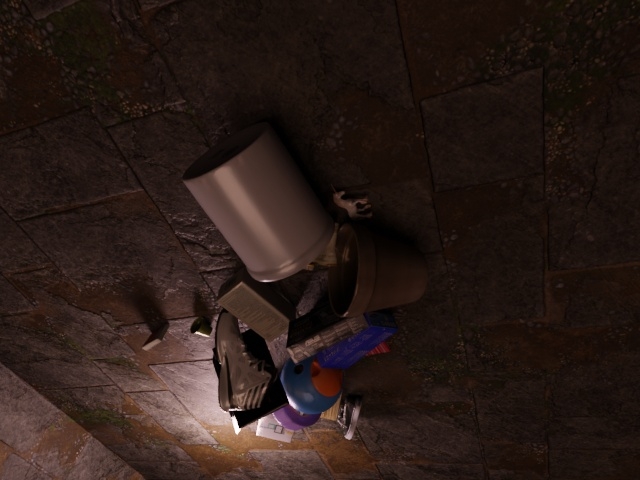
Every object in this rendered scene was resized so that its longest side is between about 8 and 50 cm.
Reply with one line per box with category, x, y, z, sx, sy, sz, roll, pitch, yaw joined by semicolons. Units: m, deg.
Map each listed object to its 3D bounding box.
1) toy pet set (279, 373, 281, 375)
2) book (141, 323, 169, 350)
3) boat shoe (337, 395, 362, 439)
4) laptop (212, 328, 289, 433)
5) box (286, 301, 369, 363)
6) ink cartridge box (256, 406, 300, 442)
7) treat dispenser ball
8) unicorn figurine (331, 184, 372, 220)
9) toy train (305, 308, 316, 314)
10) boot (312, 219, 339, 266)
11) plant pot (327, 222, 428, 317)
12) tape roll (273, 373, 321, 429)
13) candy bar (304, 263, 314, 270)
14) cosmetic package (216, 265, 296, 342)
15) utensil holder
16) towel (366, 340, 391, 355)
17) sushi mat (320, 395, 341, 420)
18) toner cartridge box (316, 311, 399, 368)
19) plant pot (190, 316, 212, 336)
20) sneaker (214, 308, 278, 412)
toy pet set;-0.282;0.693;2.144;0.114;0.065;0.122;-45;124;2
book;-0.803;0.471;2.024;0.144;0.096;0.035;-33;116;32
boat shoe;0.147;0.952;2.228;0.105;0.113;0.306;13;127;8
laptop;-0.352;0.670;1.975;0.408;0.381;0.236;-30;158;8
box;0.022;0.324;1.589;0.308;0.242;0.076;-27;100;5
ink cartridge box;-0.213;0.903;2.198;0.197;0.198;0.270;14;131;-1
treat dispenser ball;-0.038;0.638;1.890;0.288;0.288;0.288;5;129;6
unicorn figurine;0.109;-0.119;1.394;0.111;0.060;0.161;-10;126;18
toy train;0.054;0.387;1.798;0.248;0.105;0.143;8;140;4
boot;0.000;0.000;1.490;0.077;0.213;0.165;0;97;-29
plant pot;0.202;0.112;1.437;0.281;0.323;0.323;6;132;-16
tape roll;-0.115;0.770;2.019;0.275;0.274;0.090;40;128;-20
candy bar;-0.100;0.091;1.632;0.162;0.018;0.040;11;133;1
cosmetic package;-0.262;0.271;1.731;0.160;0.113;0.309;-36;116;19
utensil holder;-0.183;-0.120;1.282;0.328;0.327;0.385;-18;122;23
towel;0.157;0.471;1.886;0.275;0.031;0.199;-18;124;23
sushi mat;0.031;0.845;2.197;0.152;0.019;0.316;10;122;5
toner cartridge box;0.149;0.425;1.740;0.165;0.075;0.348;15;131;-38
plant pot;-0.555;0.416;1.950;0.083;0.083;0.079;-25;132;27
sneaker;-0.310;0.508;1.812;0.258;0.447;0.169;-6;172;7
